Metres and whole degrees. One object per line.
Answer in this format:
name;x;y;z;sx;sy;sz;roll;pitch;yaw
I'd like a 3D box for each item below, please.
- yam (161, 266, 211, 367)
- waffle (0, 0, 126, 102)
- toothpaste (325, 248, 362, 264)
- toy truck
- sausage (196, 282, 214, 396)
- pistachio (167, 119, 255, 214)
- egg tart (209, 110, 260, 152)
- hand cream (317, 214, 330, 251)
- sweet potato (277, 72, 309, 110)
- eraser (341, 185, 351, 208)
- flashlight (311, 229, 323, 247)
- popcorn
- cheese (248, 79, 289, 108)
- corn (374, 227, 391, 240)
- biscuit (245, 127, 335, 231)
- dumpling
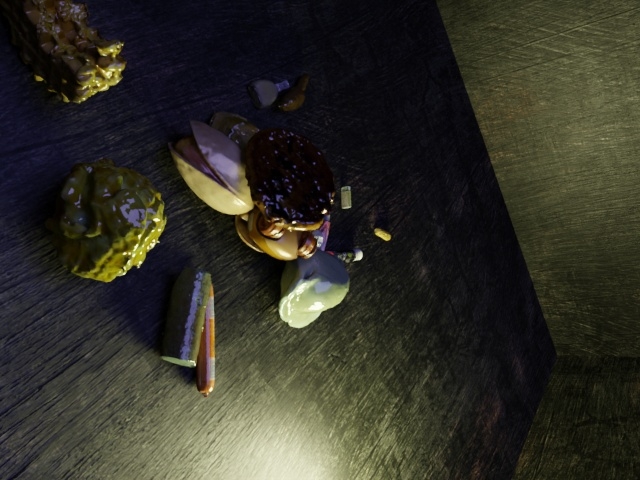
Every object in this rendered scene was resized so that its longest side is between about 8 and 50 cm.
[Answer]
yam;-0.365;0.206;1.502;0.106;0.106;0.259;26;63;-43
waffle;-0.590;-0.480;1.261;0.151;0.261;0.324;-35;106;-38
toothpaste;0.080;0.066;2.084;0.194;0.045;0.071;-7;104;-46
toy truck;-0.130;-0.071;1.744;0.204;0.212;0.287;35;54;-39
sausage;-0.328;0.267;1.570;0.053;0.053;0.347;6;79;-48
pistachio;-0.299;-0.200;1.592;0.299;0.188;0.187;43;52;-25
egg tart;-0.251;-0.300;1.743;0.252;0.098;0.231;56;50;-31
hand cream;-0.002;0.000;2.013;0.052;0.038;0.216;19;70;-16
sweet potato;-0.088;-0.520;1.984;0.074;0.075;0.269;55;38;-26
eraser;0.099;-0.168;2.151;0.019;0.038;0.083;8;77;-45
flashlight;-0.044;-0.016;1.850;0.048;0.200;0.093;5;99;-21
popcorn;-0.498;-0.042;1.281;0.247;0.282;0.282;25;60;-8
cheese;-0.169;-0.521;1.914;0.192;0.037;0.097;-37;111;-45
corn;0.261;-0.027;2.311;0.092;0.037;0.037;23;66;-40
biscuit;-0.090;-0.175;1.610;0.290;0.081;0.333;8;62;-32
dumpling;-0.018;0.154;1.829;0.321;0.212;0.269;10;77;-37
